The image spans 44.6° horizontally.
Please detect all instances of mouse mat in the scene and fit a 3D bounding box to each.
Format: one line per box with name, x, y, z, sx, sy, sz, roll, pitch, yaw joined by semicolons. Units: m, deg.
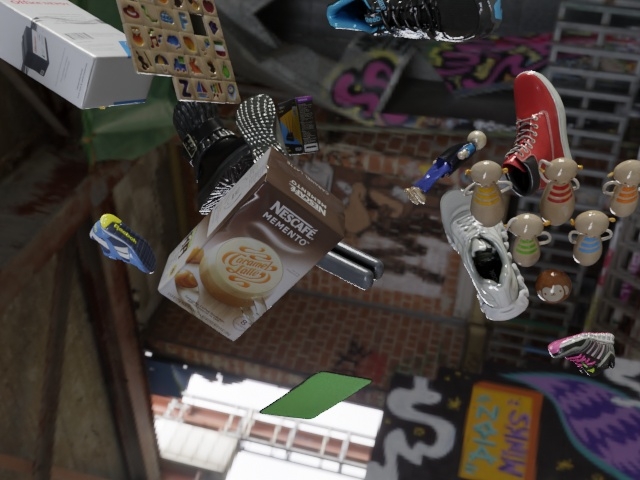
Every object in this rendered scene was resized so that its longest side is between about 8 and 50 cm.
mouse mat;-0.009;0.303;1.518;0.152;0.190;0.007;19;-137;-42

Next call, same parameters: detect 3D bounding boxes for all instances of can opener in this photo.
can opener;0.000;0.000;1.604;0.076;0.283;0.095;-40;-35;-39

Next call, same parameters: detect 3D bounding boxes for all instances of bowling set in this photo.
bowling set;0.371;-0.020;1.190;0.154;0.287;0.200;69;-163;-57

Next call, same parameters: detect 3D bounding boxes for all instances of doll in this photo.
doll;0.244;-0.147;1.502;0.189;0.046;0.129;-42;8;-8

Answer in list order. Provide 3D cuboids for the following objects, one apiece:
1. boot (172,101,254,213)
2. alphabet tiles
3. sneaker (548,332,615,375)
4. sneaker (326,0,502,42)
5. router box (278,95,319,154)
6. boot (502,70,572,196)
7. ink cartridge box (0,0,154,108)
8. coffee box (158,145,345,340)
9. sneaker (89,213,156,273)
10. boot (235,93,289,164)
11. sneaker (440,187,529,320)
boot;-0.221;-0.234;1.757;0.348;0.131;0.260;-31;69;51
alphabet tiles;-0.230;-0.322;1.277;0.237;0.009;0.198;-12;-94;-57
sneaker;0.483;0.210;1.419;0.170;0.063;0.075;3;-110;-38
sneaker;0.161;-0.398;1.381;0.140;0.341;0.125;-35;-55;-32
router box;-0.055;-0.277;1.901;0.179;0.046;0.133;-165;66;-73
boot;0.404;-0.212;1.531;0.176;0.088;0.244;-14;-92;-41
ink cartridge box;-0.562;-0.429;1.770;0.223;0.307;0.129;-28;-34;-59
coffee box;-0.098;0.009;1.104;0.246;0.141;0.098;-44;21;26
sneaker;-0.369;0.012;1.462;0.144;0.059;0.053;46;-151;-23
boot;-0.101;-0.166;1.581;0.161;0.083;0.246;69;-176;-53
sneaker;0.295;0.003;1.444;0.118;0.110;0.292;48;-163;-51
